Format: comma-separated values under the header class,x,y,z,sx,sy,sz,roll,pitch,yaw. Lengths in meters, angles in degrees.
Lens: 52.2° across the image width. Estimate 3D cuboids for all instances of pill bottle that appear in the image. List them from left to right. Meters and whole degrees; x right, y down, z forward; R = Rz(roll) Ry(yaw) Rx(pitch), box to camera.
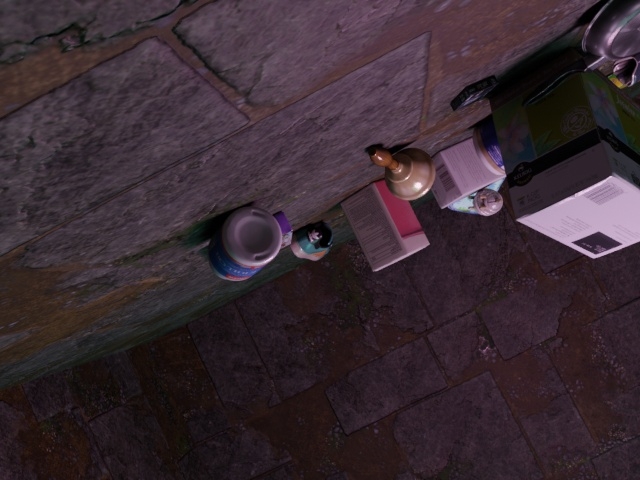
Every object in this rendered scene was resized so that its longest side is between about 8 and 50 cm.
class,x,y,z,sx,sy,sz,roll,pitch,yaw
pill bottle,-0.169,0.017,1.376,0.124,0.124,0.221,-24,174,-25
pill bottle,0.545,-0.292,1.702,0.264,0.153,0.153,-30,174,38

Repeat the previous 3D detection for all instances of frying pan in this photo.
class,x,y,z,sx,sy,sz,roll,pitch,yaw
frying pan,0.495,-0.350,1.141,0.326,0.053,0.197,-32,154,15

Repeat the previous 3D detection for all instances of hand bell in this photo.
class,x,y,z,sx,sy,sz,roll,pitch,yaw
hand bell,0.158,-0.167,1.436,0.126,0.126,0.242,-28,164,22

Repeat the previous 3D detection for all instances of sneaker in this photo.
class,x,y,z,sx,sy,sz,roll,pitch,yaw
sneaker,0.000,0.000,2.203,0.121,0.108,0.302,-23,175,16
sneaker,0.864,-0.475,1.762,0.163,0.086,0.226,-38,164,9

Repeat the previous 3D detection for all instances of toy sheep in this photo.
class,x,y,z,sx,sy,sz,roll,pitch,yaw
toy sheep,0.500,-0.115,1.962,0.091,0.091,0.132,-25,-166,-16

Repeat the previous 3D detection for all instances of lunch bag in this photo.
class,x,y,z,sx,sy,sz,roll,pitch,yaw
lunch bag,0.536,-0.204,2.294,0.176,0.090,0.219,6,128,-20

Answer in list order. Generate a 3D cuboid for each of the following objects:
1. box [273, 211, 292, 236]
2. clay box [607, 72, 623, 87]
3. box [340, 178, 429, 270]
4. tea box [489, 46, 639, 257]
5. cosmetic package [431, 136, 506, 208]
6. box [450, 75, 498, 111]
class,x,y,z,sx,sy,sz,roll,pitch,yaw
box,-0.175,0.012,1.698,0.201,0.057,0.293,-27,175,-7
clay box,1.013,-0.543,2.122,0.222,0.053,0.127,-25,175,-31
box,0.190,-0.050,1.926,0.148,0.232,0.127,-30,173,41
tea box,0.574,-0.177,1.426,0.329,0.323,0.220,19,144,-38
cosmetic package,0.435,-0.213,1.982,0.183,0.151,0.151,-24,174,-19
box,0.297,-0.285,1.266,0.067,0.018,0.083,-26,175,-15
